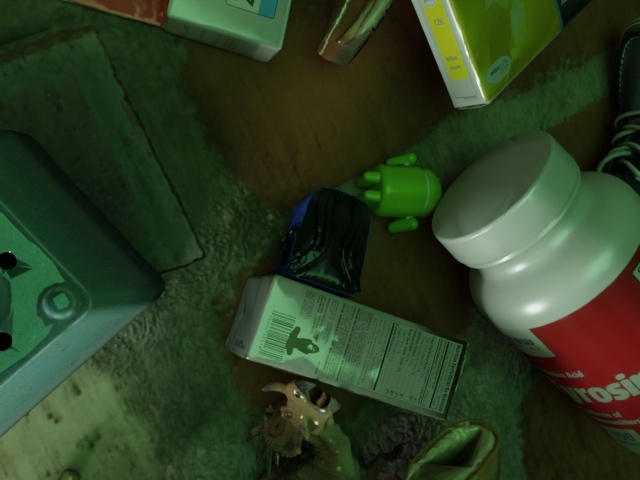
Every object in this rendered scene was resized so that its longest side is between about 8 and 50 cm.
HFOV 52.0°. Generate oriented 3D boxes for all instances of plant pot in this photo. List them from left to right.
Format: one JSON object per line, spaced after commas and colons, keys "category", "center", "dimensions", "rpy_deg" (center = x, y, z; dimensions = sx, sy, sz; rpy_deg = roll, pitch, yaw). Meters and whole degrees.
{"category": "plant pot", "center": [-0.313, 0.044, 0.624], "dimensions": [0.248, 0.252, 0.247], "rpy_deg": [-43, 100, -12]}

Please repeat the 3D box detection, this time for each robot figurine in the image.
{"category": "robot figurine", "center": [0.104, -0.062, 0.841], "dimensions": [0.115, 0.067, 0.101], "rpy_deg": [2, 78, -17]}

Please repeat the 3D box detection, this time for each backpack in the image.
{"category": "backpack", "center": [0.000, 0.000, 0.794], "dimensions": [0.098, 0.101, 0.120], "rpy_deg": [20, 76, -21]}

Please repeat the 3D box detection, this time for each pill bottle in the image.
{"category": "pill bottle", "center": [0.337, 0.066, 0.813], "dimensions": [0.407, 0.229, 0.229], "rpy_deg": [42, 79, -16]}

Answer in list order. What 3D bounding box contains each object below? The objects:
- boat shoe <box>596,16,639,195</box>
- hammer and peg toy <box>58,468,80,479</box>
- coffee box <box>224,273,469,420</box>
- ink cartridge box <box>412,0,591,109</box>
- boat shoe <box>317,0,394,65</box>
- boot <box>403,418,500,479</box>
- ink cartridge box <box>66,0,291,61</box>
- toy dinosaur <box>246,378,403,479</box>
{"category": "boat shoe", "center": [0.452, -0.133, 0.909], "dimensions": [0.158, 0.127, 0.341], "rpy_deg": [-21, 97, -23]}
{"category": "hammer and peg toy", "center": [-0.210, 0.403, 0.666], "dimensions": [0.361, 0.127, 0.266], "rpy_deg": [13, 78, 4]}
{"category": "coffee box", "center": [0.027, 0.125, 0.781], "dimensions": [0.246, 0.141, 0.098], "rpy_deg": [21, 81, -16]}
{"category": "ink cartridge box", "center": [0.207, -0.369, 0.790], "dimensions": [0.303, 0.072, 0.307], "rpy_deg": [-44, 121, -28]}
{"category": "boat shoe", "center": [0.057, -0.371, 0.810], "dimensions": [0.119, 0.122, 0.324], "rpy_deg": [25, 75, -10]}
{"category": "boot", "center": [0.124, 0.361, 0.774], "dimensions": [0.236, 0.089, 0.270], "rpy_deg": [-38, 135, -24]}
{"category": "ink cartridge box", "center": [-0.146, -0.392, 0.769], "dimensions": [0.261, 0.066, 0.296], "rpy_deg": [12, 87, -17]}
{"category": "toy dinosaur", "center": [-0.028, 0.297, 0.783], "dimensions": [0.200, 0.127, 0.296], "rpy_deg": [29, 98, -4]}
